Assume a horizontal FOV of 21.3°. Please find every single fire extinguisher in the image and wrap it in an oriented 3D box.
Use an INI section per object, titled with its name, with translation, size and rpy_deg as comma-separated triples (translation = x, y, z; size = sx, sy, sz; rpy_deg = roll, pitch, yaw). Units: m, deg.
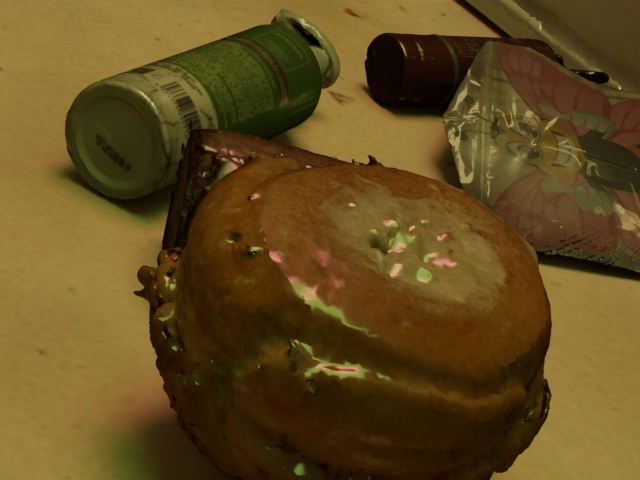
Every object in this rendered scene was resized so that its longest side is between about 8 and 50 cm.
[fire extinguisher]
translation = 0.097, -0.107, 1.062
size = 0.157, 0.045, 0.078
rpy_deg = -4, 13, -35

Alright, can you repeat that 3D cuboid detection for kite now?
[kite]
translation = 0.239, -0.017, 0.977
size = 0.360, 0.022, 0.204
rpy_deg = 17, 39, -4

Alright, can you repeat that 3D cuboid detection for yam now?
[yam]
translation = 0.000, 0.001, 0.763
size = 0.141, 0.079, 0.079
rpy_deg = 15, 27, -9

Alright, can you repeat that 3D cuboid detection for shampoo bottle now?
[shampoo bottle]
translation = -0.050, -0.077, 0.886
size = 0.065, 0.065, 0.204
rpy_deg = 29, 28, 19

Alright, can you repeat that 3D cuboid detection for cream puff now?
[cream puff]
translation = 0.008, 0.041, 0.644
size = 0.165, 0.115, 0.150
rpy_deg = 22, 32, -15

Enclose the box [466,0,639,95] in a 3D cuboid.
[box]
translation = 0.240, -0.203, 1.177
size = 0.175, 0.182, 0.312
rpy_deg = -2, 34, -36
